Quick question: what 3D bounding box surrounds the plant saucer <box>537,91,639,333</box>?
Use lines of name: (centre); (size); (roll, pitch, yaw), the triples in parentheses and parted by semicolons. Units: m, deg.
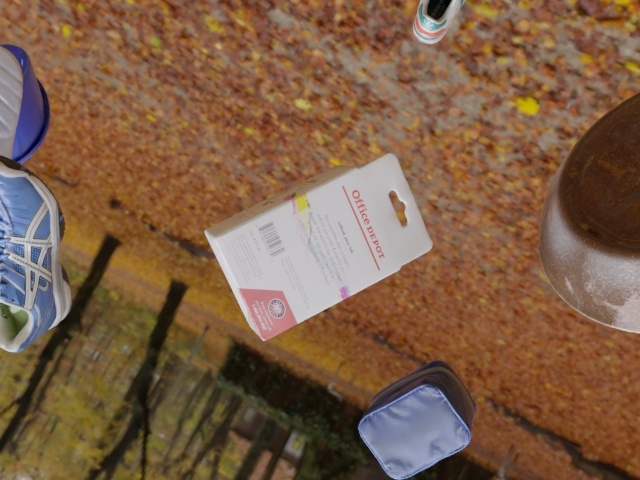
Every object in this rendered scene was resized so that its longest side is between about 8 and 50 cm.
plant saucer: (0.213, -0.037, 0.493); (0.198, 0.199, 0.036); (13, 152, 52)

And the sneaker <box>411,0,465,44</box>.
sneaker: (0.172, -0.335, 1.091); (0.057, 0.161, 0.075); (28, 177, 1)

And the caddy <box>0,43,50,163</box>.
caddy: (-0.548, -0.171, 1.182); (0.241, 0.341, 0.179); (40, 151, 14)

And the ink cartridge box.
ink cartridge box: (0.000, 0.000, 0.843); (0.115, 0.198, 0.067); (66, 168, -13)

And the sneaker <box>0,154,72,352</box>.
sneaker: (-0.293, 0.016, 0.807); (0.080, 0.081, 0.211); (5, 126, 15)

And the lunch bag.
lunch bag: (0.083, 0.154, 0.726); (0.067, 0.098, 0.065); (57, -158, -2)

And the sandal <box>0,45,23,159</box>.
sandal: (-0.394, -0.089, 0.951); (0.101, 0.265, 0.076); (18, -177, -23)
